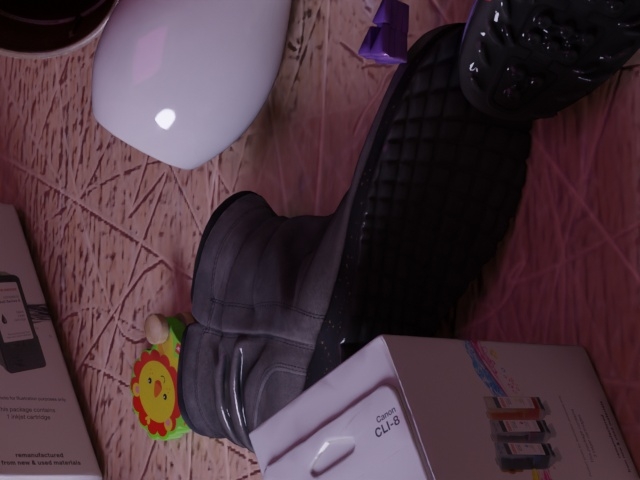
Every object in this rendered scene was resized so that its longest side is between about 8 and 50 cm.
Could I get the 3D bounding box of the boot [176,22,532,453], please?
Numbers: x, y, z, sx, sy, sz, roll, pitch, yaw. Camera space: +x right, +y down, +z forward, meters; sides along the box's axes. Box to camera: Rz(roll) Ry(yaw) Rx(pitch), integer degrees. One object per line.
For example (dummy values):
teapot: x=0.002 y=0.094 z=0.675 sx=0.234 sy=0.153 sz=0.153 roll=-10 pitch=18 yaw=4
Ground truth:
boot: x=0.000 y=0.000 z=1.214 sx=0.222 sy=0.118 sz=0.338 roll=29 pitch=102 yaw=53

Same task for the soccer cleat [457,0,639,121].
soccer cleat: x=0.166 y=-0.218 z=1.071 sx=0.318 sy=0.108 sz=0.116 roll=-64 pitch=26 yaw=22

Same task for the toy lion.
toy lion: x=-0.107 y=0.108 z=1.377 sx=0.100 sy=0.034 sz=0.096 roll=34 pitch=117 yaw=45

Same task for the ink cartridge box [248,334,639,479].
ink cartridge box: x=0.074 y=0.139 z=1.057 sx=0.128 sy=0.176 sz=0.127 roll=-40 pitch=57 yaw=38

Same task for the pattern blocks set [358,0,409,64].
pattern blocks set: x=0.075 y=-0.262 z=1.133 sx=0.285 sy=0.026 sz=0.325 roll=153 pitch=129 yaw=-64

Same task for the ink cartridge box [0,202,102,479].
ink cartridge box: x=-0.308 y=0.128 z=1.533 sx=0.198 sy=0.114 sz=0.273 roll=-45 pitch=54 yaw=35

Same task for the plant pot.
plant pot: x=-0.209 y=-0.248 z=1.409 sx=0.167 sy=0.167 sz=0.165 roll=-52 pitch=12 yaw=31

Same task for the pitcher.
pitcher: x=-0.087 y=-0.169 z=1.331 sx=0.207 sy=0.125 sz=0.178 roll=-60 pitch=34 yaw=9
